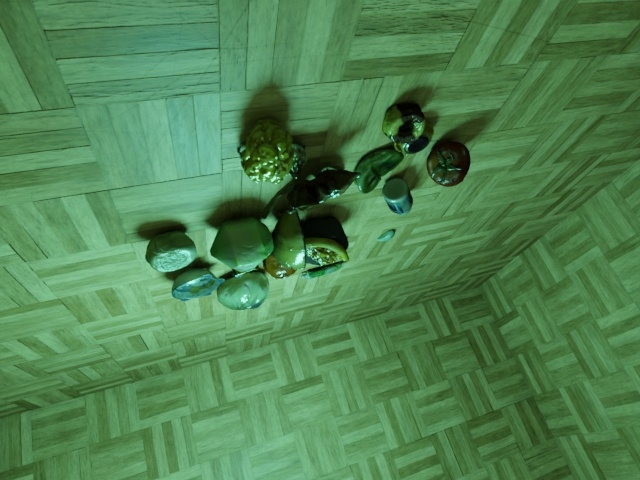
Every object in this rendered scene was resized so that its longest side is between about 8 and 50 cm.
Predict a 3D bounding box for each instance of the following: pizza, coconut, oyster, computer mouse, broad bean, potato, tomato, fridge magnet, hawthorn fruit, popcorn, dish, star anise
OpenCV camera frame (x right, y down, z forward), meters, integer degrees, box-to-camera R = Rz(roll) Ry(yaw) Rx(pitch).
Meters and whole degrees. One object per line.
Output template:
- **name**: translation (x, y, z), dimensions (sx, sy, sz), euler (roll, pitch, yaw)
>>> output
- **pizza**: translation (0.021, 0.048, 1.851), dimensions (0.134, 0.056, 0.271), euler (-36, 141, 16)
- **coconut**: translation (-0.297, 0.018, 1.669), dimensions (0.235, 0.236, 0.205), euler (-13, 128, -14)
- **oyster**: translation (-0.086, -0.258, 1.421), dimensions (0.108, 0.053, 0.166), euler (-20, 158, 8)
- **computer mouse**: translation (0.338, -0.015, 2.286), dimensions (0.110, 0.032, 0.055), euler (-36, 151, 32)
- **broad bean**: translation (0.204, -0.264, 1.633), dimensions (0.206, 0.072, 0.153), euler (-44, 150, 22)
- **potato**: translation (-0.131, -0.005, 1.716), dimensions (0.115, 0.239, 0.299), euler (-7, 159, -10)
- **tomato**: translation (0.485, -0.292, 1.680), dimensions (0.167, 0.167, 0.167), euler (-16, 156, -8)
- **fridge magnet**: translation (0.322, -0.348, 1.533), dimensions (0.143, 0.063, 0.143), euler (-13, 154, -7)
- **hawthorn fruit**: translation (-0.179, 0.077, 1.930), dimensions (0.173, 0.174, 0.179), euler (-21, 157, 3)
- **popcorn**: translation (-0.147, -0.241, 1.286), dimensions (0.163, 0.140, 0.194), euler (24, 132, -21)
- **dish**: translation (-0.544, 0.177, 1.953), dimensions (0.236, 0.086, 0.228), euler (-28, 156, 18)
- **star anise**: translation (-0.031, -0.169, 1.502), dimensions (0.349, 0.109, 0.292), euler (-23, -174, 9)

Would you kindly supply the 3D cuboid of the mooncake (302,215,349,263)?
- **mooncake**: translation (0.000, 0.000, 1.935), dimensions (0.244, 0.133, 0.245), euler (-15, 155, -7)

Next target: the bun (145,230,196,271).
- **bun**: translation (-0.543, 0.030, 1.613), dimensions (0.166, 0.114, 0.173), euler (-33, 152, 11)

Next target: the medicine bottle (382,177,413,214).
- **medicine bottle**: translation (0.324, -0.174, 1.848), dimensions (0.107, 0.107, 0.191), euler (-25, 155, 11)

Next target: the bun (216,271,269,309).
- **bun**: translation (-0.370, 0.256, 2.162), dimensions (0.272, 0.169, 0.273), euler (-15, 163, -5)

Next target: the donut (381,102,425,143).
- **donut**: translation (0.266, -0.369, 1.416), dimensions (0.140, 0.059, 0.141), euler (-10, 137, -9)

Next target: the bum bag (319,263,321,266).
- **bum bag**: translation (0.026, 0.075, 2.204), dimensions (0.123, 0.060, 0.248), euler (-4, 152, -33)

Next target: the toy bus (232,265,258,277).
- **toy bus**: translation (-0.319, 0.096, 1.869), dimensions (0.114, 0.098, 0.201), euler (-20, 177, -5)

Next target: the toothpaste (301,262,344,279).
- **toothpaste**: translation (0.015, 0.164, 2.406), dimensions (0.247, 0.047, 0.078), euler (-14, 157, -17)
